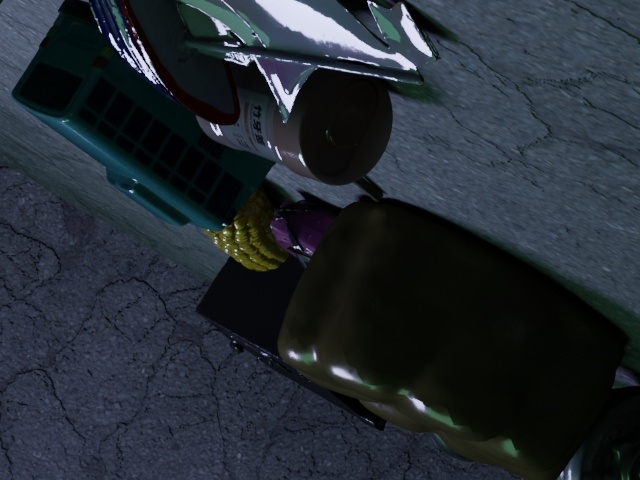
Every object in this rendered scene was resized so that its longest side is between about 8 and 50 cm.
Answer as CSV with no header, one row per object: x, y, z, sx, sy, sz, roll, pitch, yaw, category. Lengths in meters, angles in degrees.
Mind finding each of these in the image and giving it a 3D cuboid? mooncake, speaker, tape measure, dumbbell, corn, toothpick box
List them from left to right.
-0.095,-0.018,2.342,0.101,0.101,0.291,28,173,13,corn
-0.024,-0.109,1.481,0.149,0.098,0.098,23,170,48,toothpick box
0.000,0.125,2.576,0.254,0.184,0.232,27,171,35,speaker
0.000,0.000,2.171,0.118,0.074,0.125,24,168,42,tape measure
0.140,0.123,1.984,0.378,0.201,0.378,29,173,4,mooncake
0.282,0.228,2.208,0.179,0.179,0.406,35,172,-34,dumbbell

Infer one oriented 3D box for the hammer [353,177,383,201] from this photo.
-0.015,-0.102,1.779,0.058,0.029,0.292,26,173,40,hammer

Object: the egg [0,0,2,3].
-0.360,-0.261,1.544,0.201,0.164,0.164,34,172,-10,egg

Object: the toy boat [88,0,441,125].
-0.068,-0.173,1.319,0.219,0.072,0.318,48,154,-22,toy boat

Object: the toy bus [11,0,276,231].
-0.168,-0.118,1.787,0.128,0.147,0.256,24,170,47,toy bus
